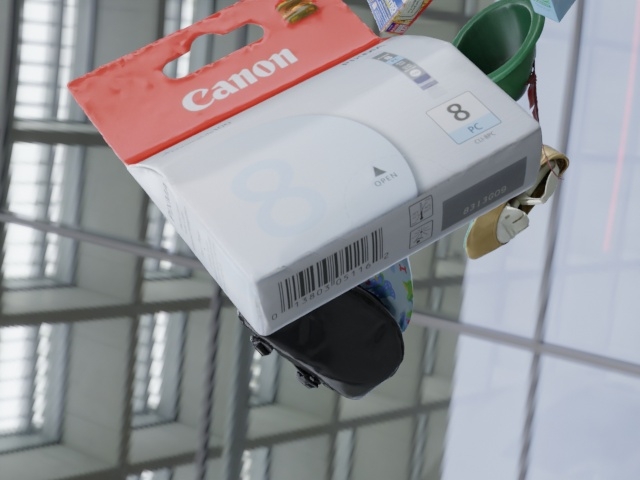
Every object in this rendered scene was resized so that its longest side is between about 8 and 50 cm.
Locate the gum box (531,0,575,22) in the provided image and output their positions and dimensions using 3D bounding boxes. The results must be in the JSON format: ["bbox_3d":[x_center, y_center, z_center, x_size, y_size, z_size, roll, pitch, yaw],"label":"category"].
[{"bbox_3d":[0.289,-0.366,1.539,0.157,0.041,0.184,-53,-30,-8],"label":"gum box"}]

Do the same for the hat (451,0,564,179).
[{"bbox_3d":[0.301,-0.233,2.002,0.183,0.173,0.208,42,-110,-33],"label":"hat"}]

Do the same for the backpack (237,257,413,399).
[{"bbox_3d":[0.000,0.000,1.922,0.273,0.355,0.290,-40,-51,13],"label":"backpack"}]

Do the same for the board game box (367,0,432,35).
[{"bbox_3d":[0.129,-0.411,1.896,0.045,0.193,0.147,0,-122,-37],"label":"board game box"}]

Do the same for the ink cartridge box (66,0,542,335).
[{"bbox_3d":[-0.029,-0.126,1.261,0.308,0.385,0.091,-29,-34,-18],"label":"ink cartridge box"}]

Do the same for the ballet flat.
[{"bbox_3d":[0.311,-0.060,2.088,0.232,0.073,0.080,-54,-44,-17],"label":"ballet flat"}]
